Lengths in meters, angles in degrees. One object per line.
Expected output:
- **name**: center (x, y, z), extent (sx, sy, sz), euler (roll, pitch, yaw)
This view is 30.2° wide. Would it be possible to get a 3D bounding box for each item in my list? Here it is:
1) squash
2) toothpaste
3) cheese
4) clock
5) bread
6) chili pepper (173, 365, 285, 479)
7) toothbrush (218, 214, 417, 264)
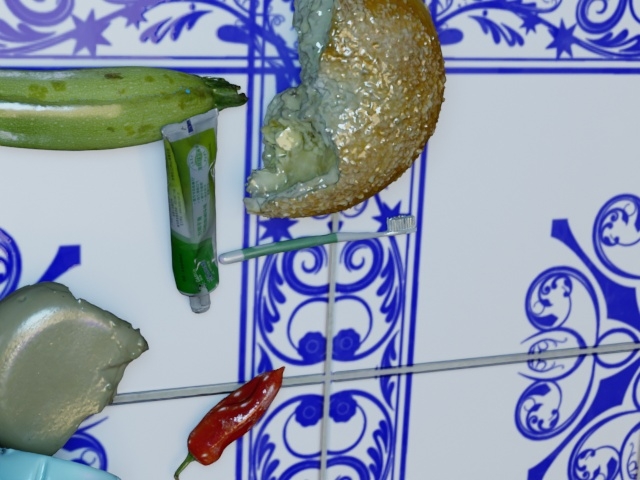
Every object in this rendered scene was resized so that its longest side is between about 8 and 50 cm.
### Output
- **squash**: center (-0.232, -0.140, 1.255), extent (0.341, 0.094, 0.094), euler (-3, 106, -22)
- **toothpaste**: center (-0.140, -0.026, 1.323), extent (0.078, 0.047, 0.247), euler (-25, 130, -35)
- **cheese**: center (-0.305, 0.146, 1.304), extent (0.175, 0.091, 0.202), euler (30, 93, -27)
- **clock**: center (-0.316, 0.282, 1.277), extent (0.274, 0.224, 0.094), euler (22, 68, -33)
- **bread**: center (0.044, -0.153, 1.321), extent (0.192, 0.171, 0.314), euler (16, 99, -22)
- **chili pepper**: center (-0.111, 0.218, 1.421), extent (0.191, 0.059, 0.050), euler (-46, 108, -3)
- **toothbrush**: center (0.000, 0.000, 1.428), extent (0.257, 0.018, 0.024), euler (-11, 105, -19)
